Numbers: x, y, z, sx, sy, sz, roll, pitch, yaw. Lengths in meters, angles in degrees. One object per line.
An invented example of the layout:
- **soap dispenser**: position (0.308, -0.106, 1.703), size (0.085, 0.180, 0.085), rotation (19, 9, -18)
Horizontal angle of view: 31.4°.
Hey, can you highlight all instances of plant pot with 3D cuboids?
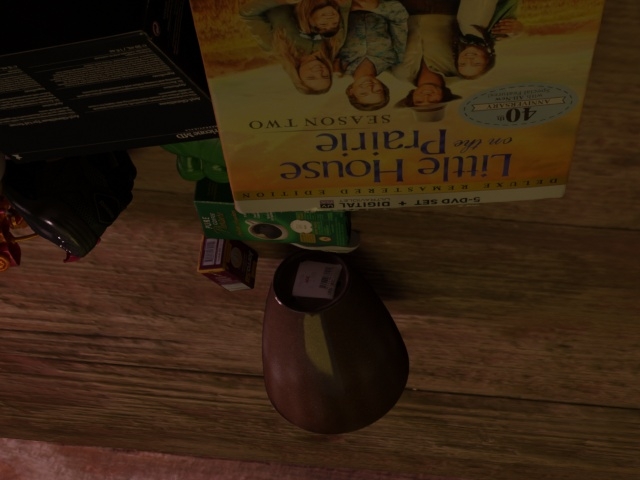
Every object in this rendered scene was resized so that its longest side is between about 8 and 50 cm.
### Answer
- **plant pot**: position (0.007, 0.120, 1.584), size (0.215, 0.215, 0.230), rotation (1, 143, 11)

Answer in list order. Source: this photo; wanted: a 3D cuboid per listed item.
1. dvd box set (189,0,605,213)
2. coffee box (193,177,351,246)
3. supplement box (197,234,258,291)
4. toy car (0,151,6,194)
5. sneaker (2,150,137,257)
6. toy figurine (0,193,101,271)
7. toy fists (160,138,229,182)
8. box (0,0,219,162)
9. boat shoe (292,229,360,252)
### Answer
- **dvd box set**: position (0.057, -0.165, 0.874), size (0.308, 0.062, 0.420), rotation (-2, 147, 2)
- **coffee box**: position (-0.056, -0.035, 1.389), size (0.184, 0.040, 0.113), rotation (3, 158, 6)
- **supplement box**: position (-0.126, 0.030, 1.550), size (0.043, 0.055, 0.083), rotation (-6, 156, 28)
- **toy car**: position (-0.445, -0.070, 1.241), size (0.182, 0.136, 0.159), rotation (35, 149, -19)
- **sneaker**: position (-0.291, -0.067, 1.313), size (0.227, 0.130, 0.087), rotation (21, 150, 49)
- **toy figurine**: position (-0.361, -0.026, 1.441), size (0.159, 0.130, 0.173), rotation (-9, 133, 0)
- **toy fists**: position (-0.039, -0.113, 1.121), size (0.279, 0.096, 0.142), rotation (-8, 156, 28)
- **box**: position (-0.218, -0.162, 1.032), size (0.261, 0.103, 0.184), rotation (-5, 154, 23)
- **boat shoe**: position (0.000, 0.000, 1.475), size (0.100, 0.035, 0.035), rotation (4, 156, -14)
